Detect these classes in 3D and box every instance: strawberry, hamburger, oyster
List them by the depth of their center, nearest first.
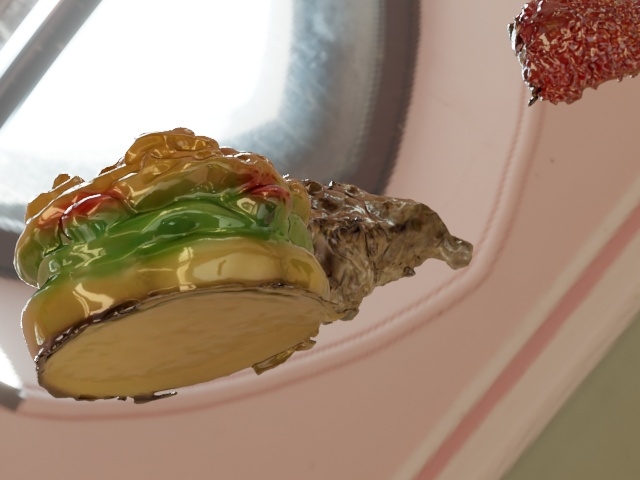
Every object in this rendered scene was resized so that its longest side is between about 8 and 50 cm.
[{"bbox_3d":[-0.105,0.010,0.876,0.237,0.237,0.148,-24,-114,26],"label":"hamburger"},{"bbox_3d":[-0.007,-0.018,1.354,0.204,0.396,0.111,47,-58,26],"label":"oyster"},{"bbox_3d":[0.336,-0.273,1.596,0.208,0.087,0.167,-26,-120,19],"label":"strawberry"}]
